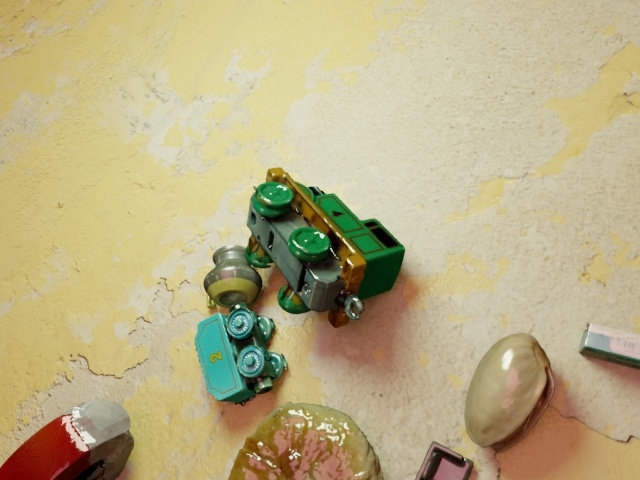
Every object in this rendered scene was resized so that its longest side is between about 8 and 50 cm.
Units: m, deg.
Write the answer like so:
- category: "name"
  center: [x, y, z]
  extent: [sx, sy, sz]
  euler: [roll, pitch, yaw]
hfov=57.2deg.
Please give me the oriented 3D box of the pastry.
- category: "pastry"
  center: [-0.025, 0.472, 1.107]
  extent: [0.329, 0.136, 0.330]
  euler: [-6, 68, 14]

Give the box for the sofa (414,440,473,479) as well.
- category: "sofa"
  center: [0.216, 0.457, 1.084]
  extent: [0.085, 0.060, 0.147]
  euler: [25, 79, 22]

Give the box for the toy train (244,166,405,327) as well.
- category: "toy train"
  center: [0.000, 0.000, 1.231]
  extent: [0.249, 0.178, 0.429]
  euler: [-13, 44, -30]

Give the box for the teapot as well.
- category: "teapot"
  center: [-0.206, 0.090, 1.321]
  extent: [0.165, 0.130, 0.119]
  euler: [-38, 43, 35]

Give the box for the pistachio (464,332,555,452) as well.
- category: "pistachio"
  center: [0.348, 0.278, 1.080]
  extent: [0.152, 0.126, 0.223]
  euler: [11, 76, 55]

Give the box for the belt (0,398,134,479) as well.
- category: "belt"
  center: [-0.528, 0.473, 1.208]
  extent: [0.115, 0.227, 0.324]
  euler: [41, 87, 23]

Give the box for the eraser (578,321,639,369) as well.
- category: "eraser"
  center: [0.586, 0.204, 1.047]
  extent: [0.225, 0.095, 0.052]
  euler: [12, 75, 20]

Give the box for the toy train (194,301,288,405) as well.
- category: "toy train"
  center: [-0.176, 0.241, 1.253]
  extent: [0.163, 0.112, 0.203]
  euler: [-27, 63, 12]
